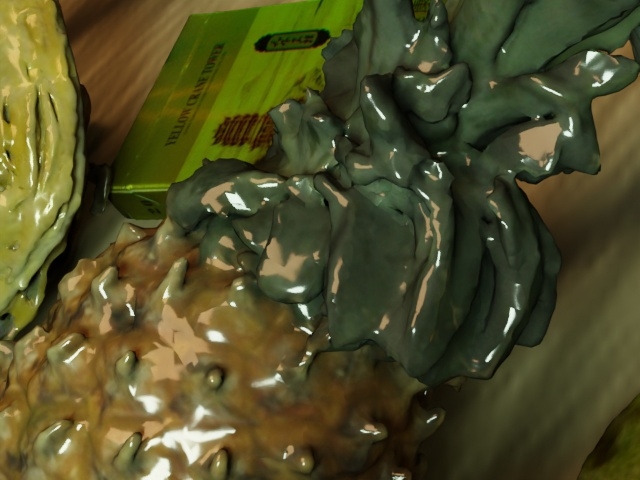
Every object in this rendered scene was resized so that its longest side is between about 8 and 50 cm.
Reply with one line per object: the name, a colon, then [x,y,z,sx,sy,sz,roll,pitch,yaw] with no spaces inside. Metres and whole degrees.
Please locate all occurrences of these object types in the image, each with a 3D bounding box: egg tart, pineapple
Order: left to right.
egg tart: [-0.188,-0.038,0.621,0.241,0.106,0.241,-7,78,34]
pineapple: [0.000,0.000,0.400,0.310,0.141,0.170,-57,19,17]

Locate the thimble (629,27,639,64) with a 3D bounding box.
thimble: [0.203,-0.090,0.405,0.211,0.149,0.185,12,59,40]

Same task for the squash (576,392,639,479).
squash: [0.142,0.074,0.347,0.192,0.085,0.184,-45,43,-10]

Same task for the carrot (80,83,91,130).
carrot: [-0.216,-0.048,0.731,0.216,0.048,0.048,-15,46,30]

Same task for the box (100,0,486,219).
box: [-0.004,-0.065,0.609,0.193,0.030,0.121,0,54,35]
